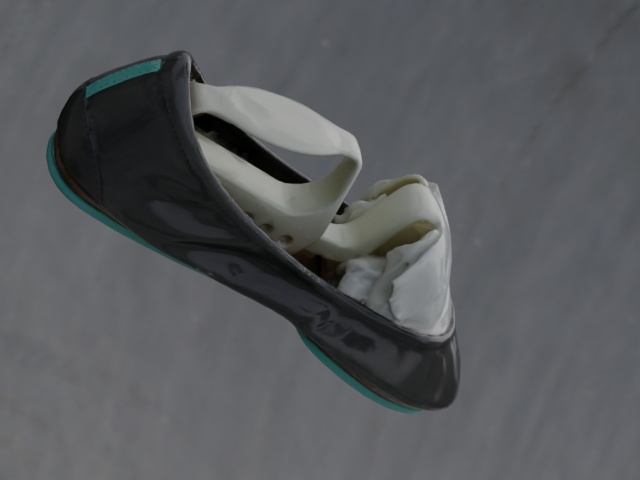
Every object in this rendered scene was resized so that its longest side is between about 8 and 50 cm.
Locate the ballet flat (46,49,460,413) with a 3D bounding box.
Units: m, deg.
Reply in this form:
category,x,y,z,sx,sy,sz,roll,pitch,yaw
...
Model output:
category,x,y,z,sx,sy,sz,roll,pitch,yaw
ballet flat,0.000,0.000,0.873,0.280,0.096,0.095,32,32,-38
